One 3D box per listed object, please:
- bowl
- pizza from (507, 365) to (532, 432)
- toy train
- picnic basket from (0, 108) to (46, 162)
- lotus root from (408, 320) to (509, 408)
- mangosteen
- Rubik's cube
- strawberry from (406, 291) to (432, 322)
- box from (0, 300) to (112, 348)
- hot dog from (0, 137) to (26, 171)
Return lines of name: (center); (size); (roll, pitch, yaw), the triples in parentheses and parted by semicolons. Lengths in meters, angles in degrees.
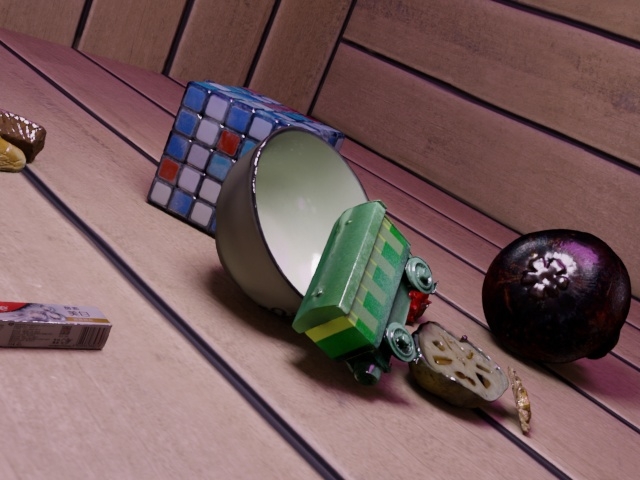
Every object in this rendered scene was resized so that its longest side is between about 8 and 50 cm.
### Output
bowl: (-0.065, -0.011, 1.486); (0.185, 0.353, 0.354); (-21, -13, 34)
pizza: (0.344, 0.265, 1.426); (0.026, 0.108, 0.123); (-16, 19, 12)
toy train: (0.079, 0.090, 1.358); (0.202, 0.120, 0.300); (46, 40, -21)
picnic basket: (-0.656, -0.220, 1.667); (0.194, 0.054, 0.110); (18, -29, -16)
lotus root: (0.222, 0.227, 1.424); (0.183, 0.078, 0.204); (41, 23, 19)
mangosteen: (0.514, 0.124, 1.808); (0.330, 0.330, 0.330); (21, 14, -6)
Rubik's cube: (-0.159, -0.164, 1.828); (0.287, 0.293, 0.292); (27, 13, 16)
strawberry: (0.122, 0.078, 1.735); (0.237, 0.111, 0.190); (19, 17, -13)
box: (-0.369, 0.104, 1.025); (0.218, 0.039, 0.055); (10, 20, -43)
hot dog: (-0.656, -0.176, 1.545); (0.084, 0.073, 0.242); (36, 19, 26)
